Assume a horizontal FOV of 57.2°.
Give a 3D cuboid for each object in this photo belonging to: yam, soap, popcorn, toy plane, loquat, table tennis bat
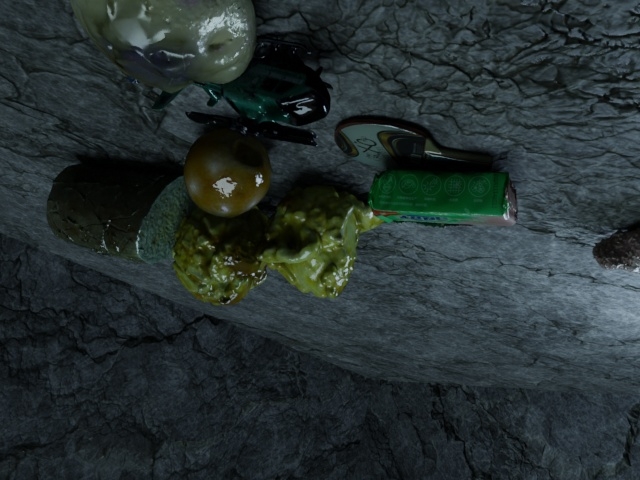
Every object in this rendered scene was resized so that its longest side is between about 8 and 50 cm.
[{"bbox_3d":[-0.510,-0.077,1.502,0.348,0.241,0.241,10,159,18],"label":"yam"},{"bbox_3d":[0.242,-0.084,1.139,0.273,0.098,0.218,3,172,23],"label":"soap"},{"bbox_3d":[-0.008,-0.005,1.334,0.237,0.293,0.293,38,155,-6],"label":"popcorn"},{"bbox_3d":[-0.119,-0.241,0.949,0.381,0.155,0.106,22,166,30],"label":"toy plane"},{"bbox_3d":[-0.196,-0.139,1.223,0.179,0.179,0.227,23,154,-21],"label":"loquat"},{"bbox_3d":[0.173,-0.170,1.113,0.301,0.022,0.173,12,162,9],"label":"table tennis bat"},{"bbox_3d":[-0.246,0.036,1.489,0.247,0.282,0.282,43,168,20],"label":"popcorn"}]

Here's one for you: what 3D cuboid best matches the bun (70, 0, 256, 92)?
[{"bbox_3d":[-0.228,-0.305,0.821,0.272,0.168,0.273,12,163,4],"label":"bun"}]

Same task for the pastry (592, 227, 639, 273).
[{"bbox_3d":[0.697,0.030,1.178,0.265,0.103,0.112,6,151,16],"label":"pastry"}]

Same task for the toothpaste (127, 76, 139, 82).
[{"bbox_3d":[-0.352,-0.317,1.077,0.027,0.019,0.083,-12,158,1],"label":"toothpaste"}]
